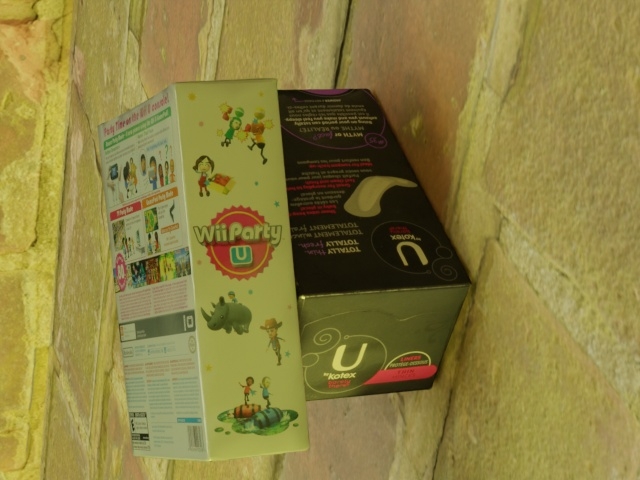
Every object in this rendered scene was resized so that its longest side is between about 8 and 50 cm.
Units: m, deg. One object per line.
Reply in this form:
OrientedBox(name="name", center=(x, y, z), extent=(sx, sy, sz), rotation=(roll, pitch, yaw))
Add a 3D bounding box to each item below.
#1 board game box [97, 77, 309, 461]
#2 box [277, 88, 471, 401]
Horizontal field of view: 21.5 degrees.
OrientedBox(name="board game box", center=(-0.104, 0.030, 1.435), extent=(0.224, 0.097, 0.303), rotation=(168, 96, -66))
OrientedBox(name="box", center=(0.000, 0.000, 1.522), extent=(0.270, 0.165, 0.143), rotation=(-114, 30, -42))
